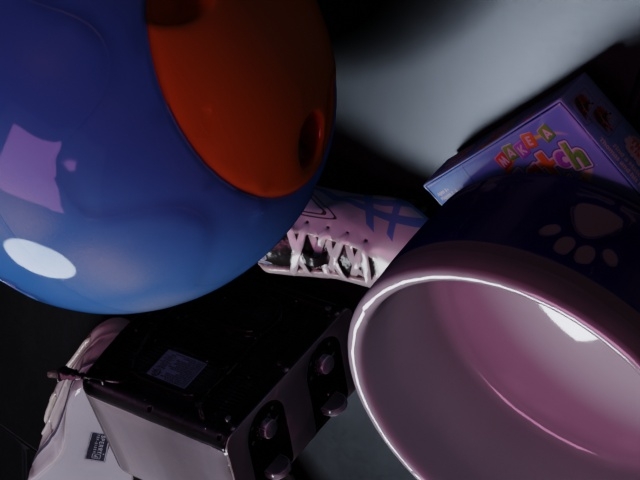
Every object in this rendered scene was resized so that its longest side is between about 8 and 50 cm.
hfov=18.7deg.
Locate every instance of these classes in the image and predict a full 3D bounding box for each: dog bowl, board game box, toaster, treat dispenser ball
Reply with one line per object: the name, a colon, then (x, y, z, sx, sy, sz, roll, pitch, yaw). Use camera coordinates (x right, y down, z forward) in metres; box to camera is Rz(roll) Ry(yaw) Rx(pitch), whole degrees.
dog bowl: (0.154, 0.088, 1.249, 0.265, 0.104, 0.265, 25, 143, 21)
board game box: (0.185, 0.007, 1.263, 0.211, 0.039, 0.160, 48, 146, -7)
toaster: (-0.082, 0.113, 1.538, 0.185, 0.168, 0.110, 18, 138, 33)
treat dispenser ball: (-0.132, -0.096, 1.261, 0.288, 0.288, 0.288, 27, 142, 24)

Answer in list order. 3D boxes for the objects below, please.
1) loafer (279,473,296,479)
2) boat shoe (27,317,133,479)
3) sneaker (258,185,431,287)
loafer: (-0.062, 0.276, 1.738, 0.112, 0.111, 0.319, -12, 117, 51)
boat shoe: (-0.214, 0.168, 1.802, 0.096, 0.088, 0.267, 9, 142, -8)
sneaker: (0.000, 0.000, 1.408, 0.237, 0.086, 0.085, 20, 137, 30)
